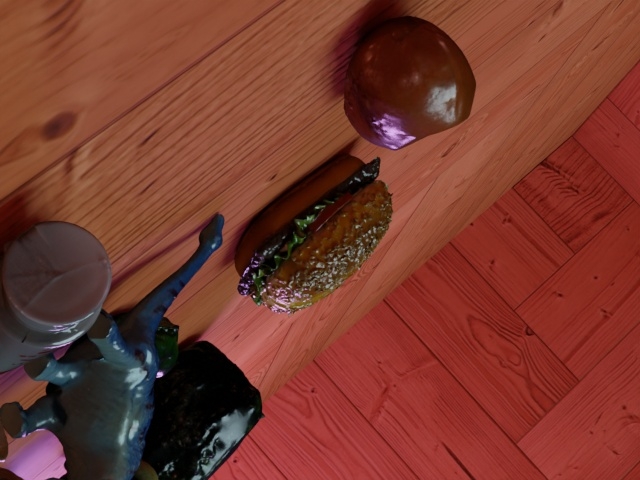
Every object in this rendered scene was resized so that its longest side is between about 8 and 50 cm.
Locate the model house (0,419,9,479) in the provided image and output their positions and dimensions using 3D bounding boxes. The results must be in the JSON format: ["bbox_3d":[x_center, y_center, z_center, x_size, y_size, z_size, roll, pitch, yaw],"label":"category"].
[{"bbox_3d":[-0.219,0.124,0.584,0.148,0.119,0.149,-31,158,-54],"label":"model house"}]

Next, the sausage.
[{"bbox_3d":[0.059,-0.105,0.779,0.089,0.089,0.179,-42,-179,1],"label":"sausage"}]

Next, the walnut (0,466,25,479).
[{"bbox_3d":[-0.278,0.256,0.845,0.184,0.155,0.155,-39,172,-8],"label":"walnut"}]

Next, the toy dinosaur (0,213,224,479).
[{"bbox_3d":[-0.158,0.116,0.783,0.144,0.076,0.329,35,73,-63],"label":"toy dinosaur"}]

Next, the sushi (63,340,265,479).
[{"bbox_3d":[-0.169,0.219,1.238,0.225,0.127,0.124,-42,172,8],"label":"sushi"}]

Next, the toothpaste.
[{"bbox_3d":[-0.162,0.042,0.632,0.089,0.057,0.234,-38,-178,-24],"label":"toothpaste"}]

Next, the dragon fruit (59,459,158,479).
[{"bbox_3d":[-0.284,0.324,1.094,0.273,0.198,0.218,-62,149,-21],"label":"dragon fruit"}]

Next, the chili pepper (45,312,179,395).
[{"bbox_3d":[-0.156,0.092,0.903,0.073,0.050,0.182,-37,171,14],"label":"chili pepper"}]

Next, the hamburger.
[{"bbox_3d":[0.000,0.000,1.025,0.166,0.087,0.137,-39,172,-24],"label":"hamburger"}]
